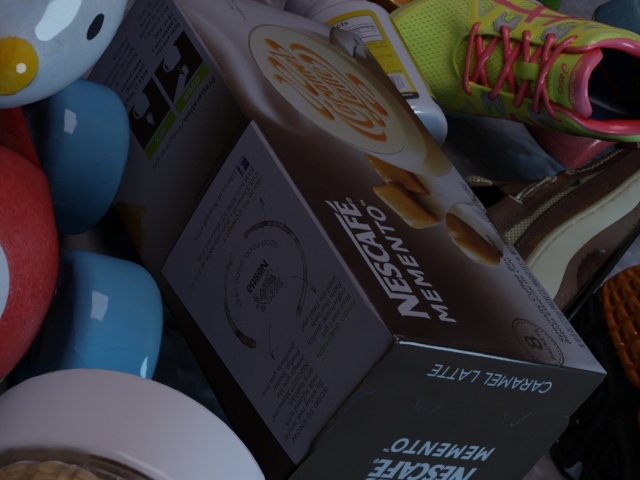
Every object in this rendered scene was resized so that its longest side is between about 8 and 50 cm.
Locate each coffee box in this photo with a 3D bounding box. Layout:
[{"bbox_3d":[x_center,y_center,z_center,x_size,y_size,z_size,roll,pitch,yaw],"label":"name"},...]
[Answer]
[{"bbox_3d":[0.000,0.000,0.829,0.141,0.098,0.246,11,35,-42],"label":"coffee box"}]

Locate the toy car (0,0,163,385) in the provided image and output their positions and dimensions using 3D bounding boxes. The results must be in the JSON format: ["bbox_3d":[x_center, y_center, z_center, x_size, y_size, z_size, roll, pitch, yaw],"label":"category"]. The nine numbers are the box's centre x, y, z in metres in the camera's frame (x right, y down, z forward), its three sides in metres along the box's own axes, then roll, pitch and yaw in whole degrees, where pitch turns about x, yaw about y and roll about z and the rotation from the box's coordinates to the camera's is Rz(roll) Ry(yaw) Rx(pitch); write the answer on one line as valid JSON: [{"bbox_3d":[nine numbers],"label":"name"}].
[{"bbox_3d":[-0.140,-0.071,0.697,0.219,0.238,0.210,14,42,-31],"label":"toy car"}]

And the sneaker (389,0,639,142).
[{"bbox_3d":[0.131,-0.102,1.050,0.208,0.081,0.094,8,10,1],"label":"sneaker"}]

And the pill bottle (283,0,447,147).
[{"bbox_3d":[0.021,-0.094,1.018,0.065,0.065,0.116,5,48,-39],"label":"pill bottle"}]

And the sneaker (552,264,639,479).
[{"bbox_3d":[0.204,0.136,0.922,0.121,0.099,0.262,17,48,-41],"label":"sneaker"}]

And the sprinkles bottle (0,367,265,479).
[{"bbox_3d":[-0.112,0.190,0.538,0.121,0.121,0.355,33,36,-9],"label":"sprinkles bottle"}]

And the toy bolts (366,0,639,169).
[{"bbox_3d":[0.157,-0.172,1.144,0.218,0.158,0.228,-13,60,-48],"label":"toy bolts"}]

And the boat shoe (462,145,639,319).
[{"bbox_3d":[0.112,-0.006,0.983,0.095,0.095,0.257,39,34,11],"label":"boat shoe"}]
